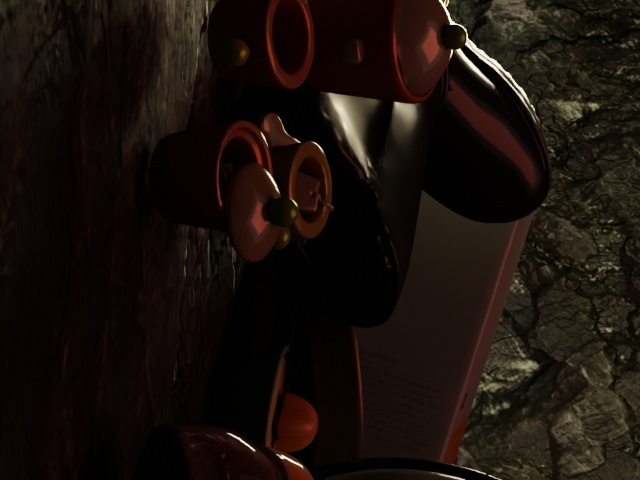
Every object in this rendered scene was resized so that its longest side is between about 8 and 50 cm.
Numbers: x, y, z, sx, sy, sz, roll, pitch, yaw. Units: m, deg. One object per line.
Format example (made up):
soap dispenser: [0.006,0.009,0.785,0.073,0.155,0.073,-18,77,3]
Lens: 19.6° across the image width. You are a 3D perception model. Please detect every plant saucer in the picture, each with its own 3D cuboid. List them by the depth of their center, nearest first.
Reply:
plant saucer: [-0.010,0.107,1.728,0.278,0.041,0.278,174,-90,-80]

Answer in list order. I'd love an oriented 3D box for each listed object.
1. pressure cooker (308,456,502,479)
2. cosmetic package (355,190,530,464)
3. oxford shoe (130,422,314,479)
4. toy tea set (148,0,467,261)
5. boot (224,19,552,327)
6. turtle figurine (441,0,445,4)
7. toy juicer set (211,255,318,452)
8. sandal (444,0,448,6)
pressure cooker: [0.055,0.370,1.348,0.375,0.370,0.420,-93,-172,-46]
cosmetic package: [0.115,0.105,2.144,0.230,0.161,0.453,-18,125,-78]
oxford shoe: [-0.120,0.286,1.138,0.133,0.130,0.363,32,68,-47]
toy tea set: [0.006,-0.107,1.293,0.200,0.124,0.336,60,40,-45]
boot: [0.078,-0.066,1.672,0.367,0.146,0.445,50,22,-19]
turtle figurine: [0.088,-0.327,1.661,0.217,0.087,0.269,-91,165,-65]
toy juicer set: [-0.048,0.185,1.628,0.329,0.089,0.209,-75,169,-55]
sandal: [0.081,-0.243,2.219,0.138,0.126,0.317,-76,180,-66]
